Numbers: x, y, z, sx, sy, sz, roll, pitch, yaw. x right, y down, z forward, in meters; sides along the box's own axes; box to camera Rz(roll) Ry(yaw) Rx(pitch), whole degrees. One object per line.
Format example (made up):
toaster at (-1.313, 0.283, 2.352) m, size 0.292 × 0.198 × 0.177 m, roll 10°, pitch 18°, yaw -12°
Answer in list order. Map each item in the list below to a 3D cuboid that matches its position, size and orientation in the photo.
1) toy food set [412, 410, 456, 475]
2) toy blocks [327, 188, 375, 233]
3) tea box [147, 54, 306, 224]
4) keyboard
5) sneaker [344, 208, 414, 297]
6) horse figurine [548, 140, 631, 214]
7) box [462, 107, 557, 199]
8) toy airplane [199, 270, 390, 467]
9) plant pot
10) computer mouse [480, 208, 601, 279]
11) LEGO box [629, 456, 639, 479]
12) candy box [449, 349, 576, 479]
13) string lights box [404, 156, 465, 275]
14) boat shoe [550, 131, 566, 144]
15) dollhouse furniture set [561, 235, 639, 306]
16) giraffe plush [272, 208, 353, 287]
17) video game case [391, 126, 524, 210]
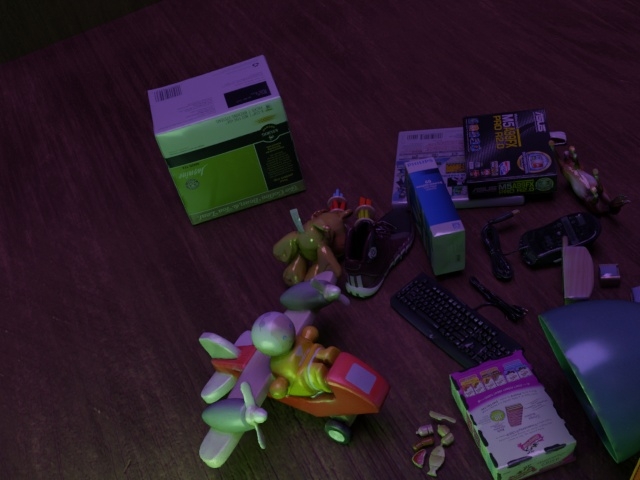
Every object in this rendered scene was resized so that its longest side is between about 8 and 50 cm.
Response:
toy food set at (0.216, 0.396, 1.634) m, size 0.078 × 0.019 × 0.122 m, roll 15°, pitch 58°, yaw 29°
toy blocks at (0.078, -0.080, 2.141) m, size 0.123 × 0.054 × 0.148 m, roll -8°, pitch 43°, yaw 9°
tea box at (-0.244, -0.262, 2.225) m, size 0.329 × 0.323 × 0.220 m, roll -17°, pitch 43°, yaw -3°
keyboard at (0.319, 0.159, 1.841) m, size 0.201 × 0.033 × 0.317 m, roll -34°, pitch 47°, yaw -19°
sneaker at (0.138, -0.012, 1.973) m, size 0.106 × 0.162 × 0.281 m, roll 11°, pitch 49°, yaw 26°
horse figurine at (0.631, -0.139, 1.991) m, size 0.066 × 0.174 × 0.263 m, roll -37°, pitch 52°, yaw 6°
box at (0.473, -0.223, 2.121) m, size 0.216 × 0.060 × 0.270 m, roll -5°, pitch 44°, yaw 12°
toy airplane at (-0.091, 0.238, 1.698) m, size 0.384 × 0.272 × 0.386 m, roll -20°, pitch 43°, yaw -4°
plant pot at (0.544, 0.221, 1.494) m, size 0.195 × 0.290 × 0.290 m, roll -27°, pitch 42°, yaw 7°
computer mouse at (0.505, -0.010, 1.948) m, size 0.262 × 0.060 × 0.184 m, roll -25°, pitch 47°, yaw 7°
LEGO box at (0.565, 0.428, 1.240) m, size 0.193 × 0.372 × 0.500 m, roll 19°, pitch 52°, yaw 31°
candy box at (0.365, 0.337, 1.611) m, size 0.159 × 0.071 × 0.233 m, roll -18°, pitch 42°, yaw -3°
string lights box at (0.267, -0.060, 1.965) m, size 0.077 × 0.133 × 0.259 m, roll -12°, pitch 45°, yaw -2°
boat shoe at (0.594, -0.263, 2.201) m, size 0.100 × 0.035 × 0.035 m, roll 0°, pitch 42°, yaw 6°
dollhouse furniture set at (0.646, 0.093, 1.694) m, size 0.303 × 0.198 × 0.286 m, roll -1°, pitch 45°, yaw 14°
giraffe plush at (0.000, 0.000, 2.007) m, size 0.181 × 0.210 × 0.170 m, roll 6°, pitch 22°, yaw 29°
video game case at (0.359, -0.193, 2.194) m, size 0.329 × 0.036 × 0.300 m, roll -2°, pitch 44°, yaw 13°
